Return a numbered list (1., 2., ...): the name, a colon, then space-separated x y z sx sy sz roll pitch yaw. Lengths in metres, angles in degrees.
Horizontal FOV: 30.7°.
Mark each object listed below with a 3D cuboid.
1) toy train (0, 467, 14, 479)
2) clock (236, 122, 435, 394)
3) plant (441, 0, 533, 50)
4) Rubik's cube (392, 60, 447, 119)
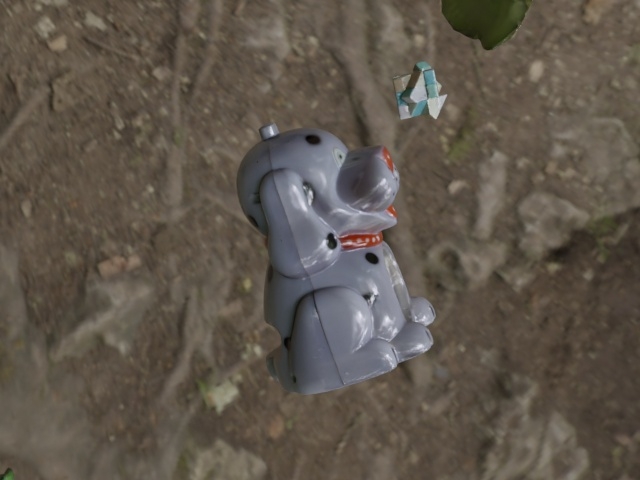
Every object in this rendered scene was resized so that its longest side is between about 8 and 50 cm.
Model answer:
1. toy train: -0.216 0.267 0.695 0.159 0.271 0.188 40 100 -4
2. clock: 0.003 0.002 1.150 0.189 0.189 0.254 -18 99 -14
3. plant: -0.016 -0.161 0.228 0.261 0.297 0.306 -22 111 40
4. Rubik's cube: 0.144 -0.211 1.671 0.073 0.084 0.075 -11 117 6
